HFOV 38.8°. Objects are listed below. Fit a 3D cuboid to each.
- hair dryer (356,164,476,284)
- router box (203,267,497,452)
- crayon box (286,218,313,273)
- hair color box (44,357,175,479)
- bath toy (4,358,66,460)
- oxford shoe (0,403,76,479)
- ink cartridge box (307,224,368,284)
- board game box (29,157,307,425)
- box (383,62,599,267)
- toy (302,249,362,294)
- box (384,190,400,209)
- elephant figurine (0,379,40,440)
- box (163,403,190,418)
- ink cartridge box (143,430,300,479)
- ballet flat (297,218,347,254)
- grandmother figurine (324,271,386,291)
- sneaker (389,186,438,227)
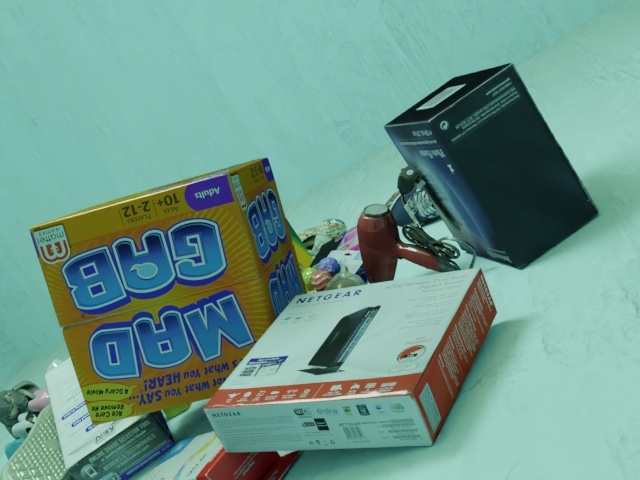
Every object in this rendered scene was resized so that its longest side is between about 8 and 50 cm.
[{"bbox_3d":[0.150,0.021,1.695,0.080,0.224,0.293,-21,-20,-30],"label":"hair dryer"},{"bbox_3d":[0.048,0.170,1.295,0.335,0.082,0.301,-11,24,32],"label":"router box"},{"bbox_3d":[-0.136,0.068,2.376,0.081,0.165,0.278,-27,12,33],"label":"crayon box"},{"bbox_3d":[-0.432,0.338,1.835,0.185,0.110,0.339,-34,31,-6],"label":"hair color box"},{"bbox_3d":[-0.615,0.413,2.156,0.129,0.151,0.348,-14,30,12],"label":"bath toy"},{"bbox_3d":[-0.545,0.452,1.911,0.449,0.169,0.130,-60,-10,-72],"label":"oxford shoe"},{"bbox_3d":[0.051,0.055,2.159,0.175,0.069,0.371,-30,13,20],"label":"ink cartridge box"},{"bbox_3d":[-0.245,0.075,1.659,0.356,0.356,0.356,-14,7,10],"label":"board game box"},{"bbox_3d":[0.288,-0.129,1.600,0.182,0.294,0.296,-35,10,-5],"label":"box"},{"bbox_3d":[-0.009,0.093,1.986,0.137,0.056,0.237,1,48,51],"label":"toy"},{"bbox_3d":[0.269,-0.123,2.370,0.233,0.044,0.159,-27,12,33],"label":"box"},{"bbox_3d":[-0.746,0.429,2.280,0.169,0.239,0.186,-54,-1,-42],"label":"elephant figurine"},{"bbox_3d":[-0.305,0.300,2.022,0.058,0.087,0.232,-30,9,17],"label":"box"},{"bbox_3d":[-0.155,0.344,1.346,0.231,0.078,0.134,-25,13,38],"label":"ink cartridge box"},{"bbox_3d":[0.000,0.000,2.585,0.241,0.091,0.077,-23,43,62],"label":"ballet flat"},{"bbox_3d":[0.055,0.132,1.661,0.207,0.104,0.342,-24,13,3],"label":"grandmother figurine"},{"bbox_3d":[0.269,-0.094,2.073,0.282,0.099,0.153,-26,10,23],"label":"sneaker"}]
